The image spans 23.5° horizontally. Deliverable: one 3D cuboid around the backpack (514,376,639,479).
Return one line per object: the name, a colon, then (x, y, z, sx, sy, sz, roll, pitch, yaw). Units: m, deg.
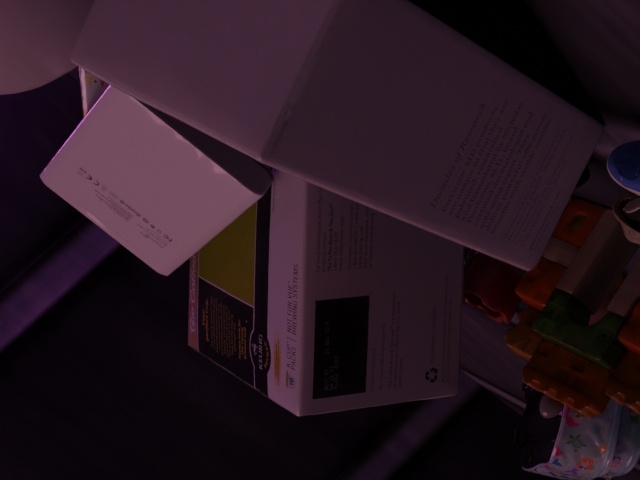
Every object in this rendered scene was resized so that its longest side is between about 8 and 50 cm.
backpack: (0.420, 0.275, 2.451, 0.191, 0.225, 0.253, 11, 166, 3)

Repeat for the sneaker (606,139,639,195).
sneaker: (0.299, -0.066, 1.300, 0.152, 0.058, 0.084, 23, 173, 40)

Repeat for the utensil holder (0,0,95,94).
utensil holder: (-0.378, -0.348, 1.449, 0.327, 0.328, 0.385, 31, 173, 27)

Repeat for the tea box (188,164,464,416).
tea box: (0.000, 0.000, 1.825, 0.220, 0.329, 0.323, -4, -166, -28)

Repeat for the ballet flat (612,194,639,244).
ballet flat: (0.340, -0.013, 1.512, 0.052, 0.057, 0.168, 47, 169, -21)

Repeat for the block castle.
block castle: (0.376, 0.139, 1.727, 0.303, 0.213, 0.453, 40, 172, -39)

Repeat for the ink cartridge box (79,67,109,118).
ink cartridge box: (-0.220, -0.192, 1.882, 0.128, 0.176, 0.127, 2, -148, 3)

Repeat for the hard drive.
hard drive: (-0.198, -0.073, 1.777, 0.203, 0.040, 0.307, 39, 150, -9)

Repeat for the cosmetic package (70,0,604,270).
cosmetic package: (0.034, -0.124, 1.319, 0.230, 0.162, 0.453, 29, -175, 35)

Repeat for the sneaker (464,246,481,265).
sneaker: (0.185, -0.009, 2.209, 0.125, 0.104, 0.262, 17, 179, -5)

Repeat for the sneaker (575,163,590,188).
sneaker: (0.235, -0.077, 1.572, 0.089, 0.051, 0.170, 37, 171, 16)
